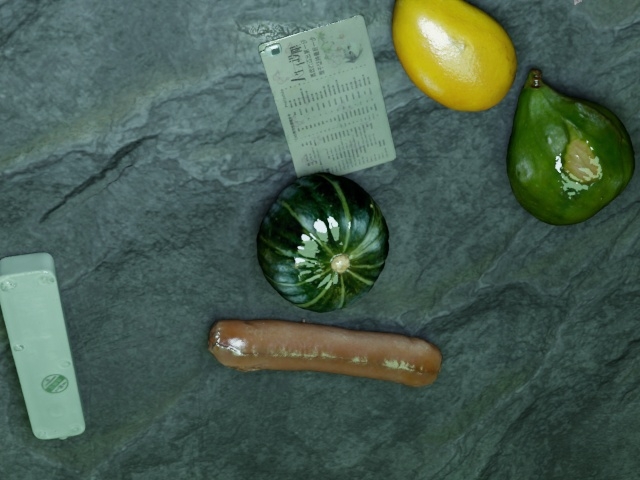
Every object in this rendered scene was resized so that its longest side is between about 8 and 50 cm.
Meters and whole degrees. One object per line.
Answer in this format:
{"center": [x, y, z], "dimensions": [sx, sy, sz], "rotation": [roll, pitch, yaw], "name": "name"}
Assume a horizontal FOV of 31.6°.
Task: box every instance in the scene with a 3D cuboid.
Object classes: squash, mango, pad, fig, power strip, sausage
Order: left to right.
{"center": [-0.450, 0.186, 1.846], "dimensions": [0.091, 0.062, 0.385], "rotation": [-7, 128, -8], "name": "power strip"}
{"center": [0.004, 0.002, 1.732], "dimensions": [0.218, 0.172, 0.218], "rotation": [-4, 122, -7], "name": "squash"}
{"center": [0.010, 0.190, 1.934], "dimensions": [0.419, 0.094, 0.094], "rotation": [7, 130, -18], "name": "sausage"}
{"center": [0.016, -0.200, 1.681], "dimensions": [0.160, 0.009, 0.265], "rotation": [-17, 130, 0], "name": "pad"}
{"center": [0.184, -0.274, 1.602], "dimensions": [0.145, 0.112, 0.219], "rotation": [-41, 114, 20], "name": "mango"}
{"center": [0.366, -0.146, 1.718], "dimensions": [0.195, 0.195, 0.245], "rotation": [-29, 93, 11], "name": "fig"}

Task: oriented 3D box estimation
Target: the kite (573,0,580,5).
{"center": [0.406, -0.393, 1.618], "dimensions": [0.152, 0.005, 0.137], "rotation": [17, 125, -25], "name": "kite"}
